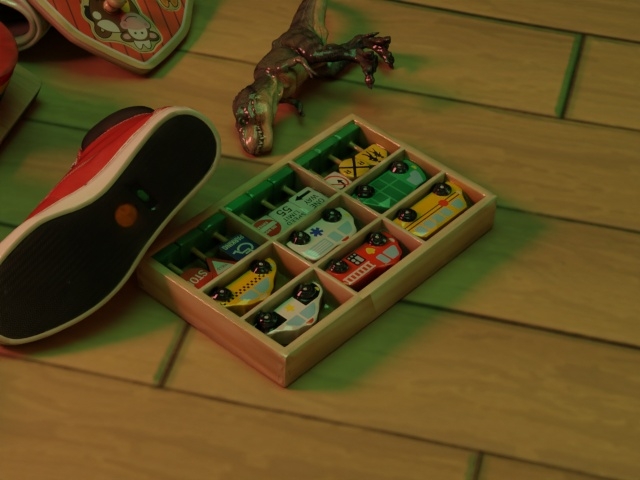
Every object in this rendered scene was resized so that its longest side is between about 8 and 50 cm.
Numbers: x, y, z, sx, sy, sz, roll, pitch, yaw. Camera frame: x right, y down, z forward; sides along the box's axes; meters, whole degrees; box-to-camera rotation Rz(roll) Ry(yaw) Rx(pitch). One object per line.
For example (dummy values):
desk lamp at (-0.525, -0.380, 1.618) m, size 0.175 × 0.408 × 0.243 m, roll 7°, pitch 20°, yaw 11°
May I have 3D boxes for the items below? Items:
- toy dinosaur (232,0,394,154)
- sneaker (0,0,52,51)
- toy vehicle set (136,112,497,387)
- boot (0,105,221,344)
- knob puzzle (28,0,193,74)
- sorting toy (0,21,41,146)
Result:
toy dinosaur at (0.002, -0.173, 1.601) m, size 0.118 × 0.064 × 0.268 m, roll 6°, pitch 38°, yaw 14°
sneaker at (-0.368, -0.272, 1.657) m, size 0.292 × 0.108 × 0.169 m, roll 17°, pitch 40°, yaw 15°
toy vehicle set at (0.000, 0.000, 1.418) m, size 0.166 × 0.035 × 0.267 m, roll 31°, pitch 49°, yaw 29°
boot at (-0.201, -0.017, 1.407) m, size 0.244 × 0.088 × 0.176 m, roll -45°, pitch 21°, yaw -13°
knob puzzle at (-0.195, -0.246, 1.629) m, size 0.213 × 0.030 × 0.213 m, roll 19°, pitch 52°, yaw -26°
sorting toy at (-0.390, -0.144, 1.452) m, size 0.257 × 0.089 × 0.255 m, roll 30°, pitch 44°, yaw -4°
